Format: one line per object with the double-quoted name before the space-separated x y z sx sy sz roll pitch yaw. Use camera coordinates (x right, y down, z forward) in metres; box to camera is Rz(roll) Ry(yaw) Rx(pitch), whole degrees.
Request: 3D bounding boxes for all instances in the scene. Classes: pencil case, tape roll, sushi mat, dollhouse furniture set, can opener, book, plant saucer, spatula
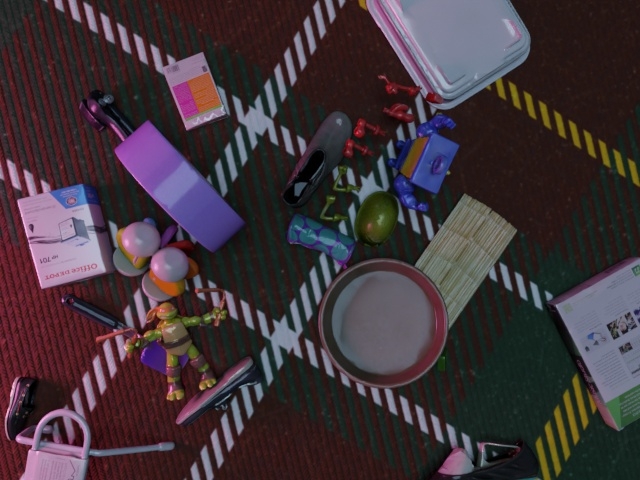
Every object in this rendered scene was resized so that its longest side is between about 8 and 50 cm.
"pencil case" 0.000 0.000 1.277 0.151 0.064 0.070 23 72 -3
"tape roll" -0.270 -0.104 1.152 0.090 0.275 0.275 -44 93 -3
"sushi mat" 0.297 0.060 1.322 0.151 0.019 0.317 36 87 -2
"dollhouse furniture set" 0.204 0.256 1.313 0.151 0.058 0.076 0 97 15
"can opener" -0.429 -0.244 1.258 0.186 0.073 0.059 44 48 -6
"book" -0.272 -0.322 1.275 0.096 0.035 0.144 -21 91 -1
"plant saucer" 0.135 0.177 1.271 0.277 0.041 0.278 -1 82 8
"spatula" -0.420 0.194 1.261 0.296 0.030 0.084 29 83 -3

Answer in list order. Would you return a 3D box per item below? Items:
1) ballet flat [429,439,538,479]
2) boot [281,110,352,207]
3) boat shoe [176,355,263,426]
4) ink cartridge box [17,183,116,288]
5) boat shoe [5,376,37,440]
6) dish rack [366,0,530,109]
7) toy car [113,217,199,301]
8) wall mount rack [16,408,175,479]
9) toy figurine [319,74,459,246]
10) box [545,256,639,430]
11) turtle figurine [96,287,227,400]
"ballet flat" 0.342 0.498 1.295 0.280 0.095 0.096 -8 81 -14
"boot" 0.001 -0.170 1.229 0.083 0.161 0.247 31 88 -4
"boat shoe" -0.213 0.336 1.256 0.206 0.075 0.065 -39 104 -7
"ink cartridge box" -0.526 -0.008 1.230 0.139 0.082 0.191 -15 89 -4
"boat shoe" -0.628 0.355 1.236 0.042 0.049 0.133 8 85 4
"dish rack" 0.294 -0.492 1.300 0.285 0.072 0.333 -33 93 -4
"toy car" -0.333 0.026 1.226 0.182 0.159 0.136 41 52 -3
"wall mount rack" -0.482 0.517 1.214 0.304 0.130 0.350 10 89 -1
"toy figurine" 0.168 -0.148 1.191 0.191 0.217 0.363 24 95 -24
"box" 0.687 0.231 1.334 0.232 0.058 0.322 -27 91 -4
"turtle figurine" -0.310 0.218 1.224 0.269 0.087 0.217 -21 109 -26
